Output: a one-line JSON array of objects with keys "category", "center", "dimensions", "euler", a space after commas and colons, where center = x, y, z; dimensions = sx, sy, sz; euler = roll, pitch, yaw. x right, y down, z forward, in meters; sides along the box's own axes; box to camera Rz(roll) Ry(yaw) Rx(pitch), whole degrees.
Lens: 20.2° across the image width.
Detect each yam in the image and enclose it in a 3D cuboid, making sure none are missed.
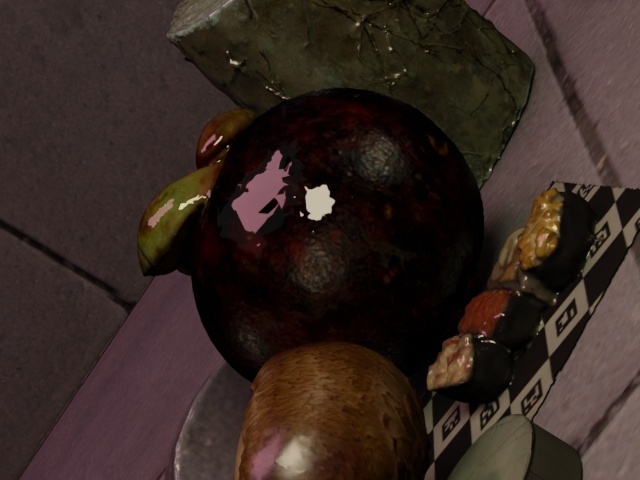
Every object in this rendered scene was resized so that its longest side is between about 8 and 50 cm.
[{"category": "yam", "center": [0.037, -0.169, 1.774], "dimensions": [0.241, 0.348, 0.241], "euler": [-42, 24, 24]}]

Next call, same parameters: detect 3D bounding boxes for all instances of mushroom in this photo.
[{"category": "mushroom", "center": [-0.010, 0.211, 1.264], "dimensions": [0.297, 0.163, 0.278], "euler": [96, -160, -54]}]

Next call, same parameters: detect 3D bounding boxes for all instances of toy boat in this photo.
[{"category": "toy boat", "center": [-0.113, 0.248, 1.876], "dimensions": [0.293, 0.111, 0.276], "euler": [116, 176, -46]}]

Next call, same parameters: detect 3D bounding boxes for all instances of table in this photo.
[{"category": "table", "center": [0.117, 0.183, 1.192], "dimensions": [0.133, 0.043, 0.133], "euler": [-55, 12, 18]}]

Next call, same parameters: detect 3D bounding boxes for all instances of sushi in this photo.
[{"category": "sushi", "center": [0.130, 0.068, 1.409], "dimensions": [0.290, 0.050, 0.264], "euler": [-60, 12, -3]}]

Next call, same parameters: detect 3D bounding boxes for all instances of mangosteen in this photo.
[{"category": "mangosteen", "center": [0.000, 0.000, 1.546], "dimensions": [0.288, 0.288, 0.288], "euler": [-55, 12, 18]}]
